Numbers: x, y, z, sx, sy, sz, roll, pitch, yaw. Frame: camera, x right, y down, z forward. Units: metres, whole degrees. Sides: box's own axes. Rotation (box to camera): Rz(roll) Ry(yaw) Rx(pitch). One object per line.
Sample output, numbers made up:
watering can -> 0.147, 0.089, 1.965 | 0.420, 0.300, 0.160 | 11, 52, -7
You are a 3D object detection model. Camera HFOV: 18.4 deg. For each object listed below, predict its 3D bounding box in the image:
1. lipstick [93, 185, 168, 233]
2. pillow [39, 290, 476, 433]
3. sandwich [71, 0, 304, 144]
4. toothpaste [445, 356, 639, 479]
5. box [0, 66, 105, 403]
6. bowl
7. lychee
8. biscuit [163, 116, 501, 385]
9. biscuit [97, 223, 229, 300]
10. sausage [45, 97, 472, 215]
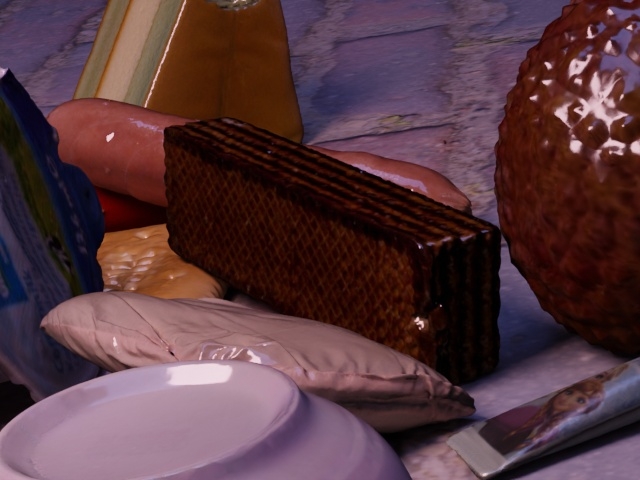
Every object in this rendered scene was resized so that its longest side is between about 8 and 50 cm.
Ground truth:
lipstick -> -0.223, -0.023, 1.766 | 0.279, 0.073, 0.073 | -17, 18, -21
pillow -> -0.046, 0.080, 1.308 | 0.173, 0.067, 0.270 | 5, 5, -38
sandwich -> -0.159, -0.168, 1.968 | 0.227, 0.198, 0.155 | -20, 20, -30
toothpaste -> 0.183, 0.097, 1.213 | 0.216, 0.037, 0.062 | -20, 20, -14
box -> -0.298, 0.013, 1.442 | 0.206, 0.262, 0.291 | -18, 9, 13
bowl -> -0.076, 0.154, 0.998 | 0.287, 0.144, 0.287 | -10, 16, 3
lychee -> 0.239, -0.052, 1.310 | 0.260, 0.260, 0.260 | -9, 17, 3
biscuit -> 0.000, 0.000, 1.449 | 0.073, 0.107, 0.388 | -12, 21, -29
biscuit -> -0.149, 0.033, 1.609 | 0.160, 0.030, 0.250 | -7, 17, 9
sausage -> -0.070, -0.056, 1.670 | 0.433, 0.088, 0.088 | 13, 27, 28
